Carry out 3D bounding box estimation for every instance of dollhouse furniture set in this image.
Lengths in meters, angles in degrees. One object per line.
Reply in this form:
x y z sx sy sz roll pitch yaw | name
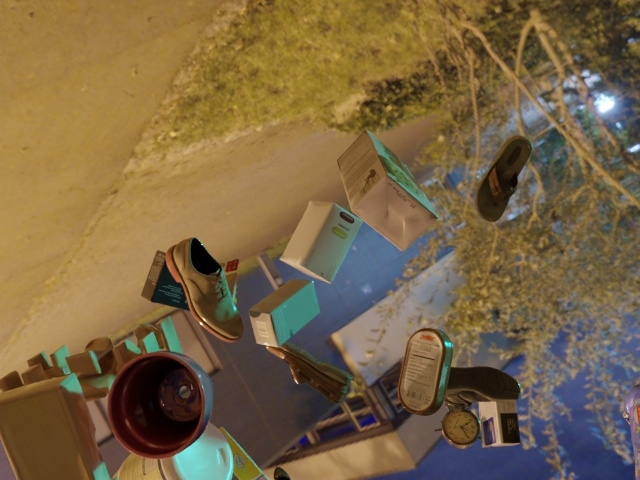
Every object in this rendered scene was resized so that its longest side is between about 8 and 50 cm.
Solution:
-0.522 0.384 1.361 0.362 0.257 0.394 -16 -172 5 | dollhouse furniture set

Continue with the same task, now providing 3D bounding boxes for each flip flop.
0.556 -0.181 1.817 0.080 0.112 0.277 -85 -163 -65 | flip flop

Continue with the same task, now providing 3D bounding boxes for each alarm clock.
0.503 0.660 2.080 0.129 0.192 0.064 -54 151 -26 | alarm clock

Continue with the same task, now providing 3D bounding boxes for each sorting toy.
-0.336 0.181 2.046 0.132 0.046 0.275 -18 -136 19 | sorting toy

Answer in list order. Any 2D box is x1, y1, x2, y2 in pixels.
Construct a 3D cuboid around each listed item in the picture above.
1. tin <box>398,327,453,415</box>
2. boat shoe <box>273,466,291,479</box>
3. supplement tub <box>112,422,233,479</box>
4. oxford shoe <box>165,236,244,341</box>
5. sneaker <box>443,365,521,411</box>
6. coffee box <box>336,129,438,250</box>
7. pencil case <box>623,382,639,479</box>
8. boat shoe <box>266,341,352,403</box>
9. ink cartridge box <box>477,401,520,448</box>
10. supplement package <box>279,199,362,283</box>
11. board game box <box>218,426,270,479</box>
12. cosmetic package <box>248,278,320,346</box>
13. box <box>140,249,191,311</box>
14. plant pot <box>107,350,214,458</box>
0.227 0.284 1.309 0.106 0.190 0.040 5 169 41 | tin
-0.108 0.703 1.760 0.048 0.042 0.133 -11 -162 -14 | boat shoe
-0.433 0.678 1.729 0.325 0.235 0.235 -38 172 28 | supplement tub
-0.327 0.149 1.793 0.130 0.348 0.123 -29 -171 43 | oxford shoe
0.394 0.384 1.543 0.227 0.087 0.130 -1 143 17 | sneaker
0.150 -0.128 1.439 0.119 0.168 0.297 -46 -157 18 | coffee box
0.684 0.428 1.204 0.133 0.119 0.306 -33 -155 39 | pencil case
-0.055 0.413 1.922 0.105 0.307 0.110 -65 160 1 | boat shoe
0.543 0.545 1.859 0.069 0.176 0.371 -2 159 4 | ink cartridge box
0.000 0.000 2.242 0.262 0.145 0.204 -63 -154 -7 | supplement package
-0.221 0.770 1.963 0.064 0.316 0.242 -41 152 -17 | board game box
-0.112 0.227 1.931 0.107 0.127 0.238 3 -155 38 | cosmetic package
-0.461 0.130 1.908 0.156 0.158 0.093 22 174 -37 | box
-0.304 0.326 1.234 0.201 0.201 0.180 -31 170 2 | plant pot
